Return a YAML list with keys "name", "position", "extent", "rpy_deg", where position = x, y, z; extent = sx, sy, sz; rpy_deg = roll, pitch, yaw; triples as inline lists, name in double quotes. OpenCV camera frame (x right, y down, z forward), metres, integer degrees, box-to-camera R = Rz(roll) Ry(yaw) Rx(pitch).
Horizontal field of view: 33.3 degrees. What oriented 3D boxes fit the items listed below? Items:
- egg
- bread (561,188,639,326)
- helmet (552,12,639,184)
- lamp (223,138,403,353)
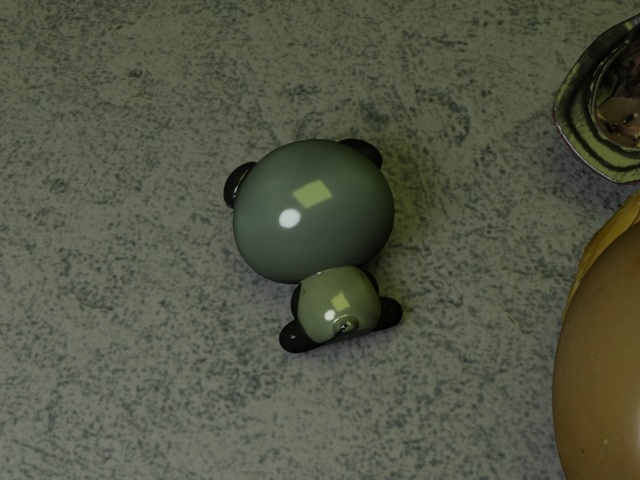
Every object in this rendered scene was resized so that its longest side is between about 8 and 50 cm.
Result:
- name: "egg"
  position: [0.363, 0.137, 0.969]
  extent: [0.301, 0.301, 0.374]
  rpy_deg: [11, 63, 10]
- name: "bread"
  position: [0.386, 0.047, 1.233]
  extent: [0.179, 0.133, 0.250]
  rpy_deg: [27, 67, 14]
- name: "helmet"
  position: [0.417, -0.178, 1.359]
  extent: [0.253, 0.154, 0.198]
  rpy_deg: [-41, 80, 3]
- name: "lamp"
  position: [0.000, 0.000, 1.271]
  extent: [0.197, 0.198, 0.244]
  rpy_deg: [-15, 82, -5]
